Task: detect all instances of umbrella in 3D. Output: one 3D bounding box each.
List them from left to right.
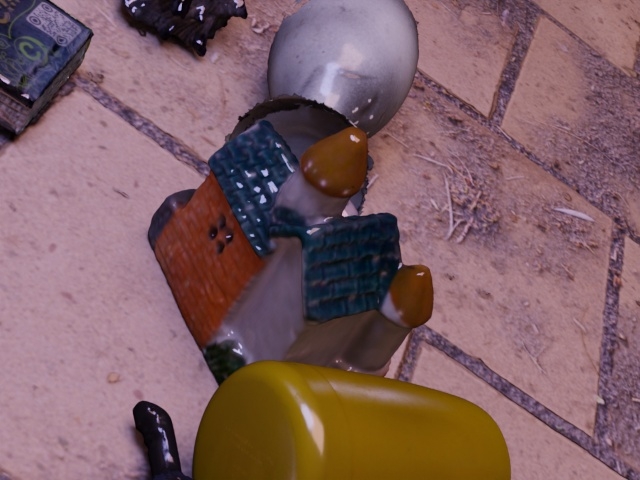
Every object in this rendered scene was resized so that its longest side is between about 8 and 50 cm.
[{"bbox_3d":[-0.114,0.236,0.961,0.071,0.071,0.248,14,45,-31],"label":"umbrella"}]

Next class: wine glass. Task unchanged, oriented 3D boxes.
[{"bbox_3d":[0.011,-0.176,1.410,0.190,0.190,0.357,31,38,-12],"label":"wine glass"}]

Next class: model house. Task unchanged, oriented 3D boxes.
[{"bbox_3d":[0.000,0.000,1.130,0.190,0.301,0.271,-7,57,-37],"label":"model house"}]

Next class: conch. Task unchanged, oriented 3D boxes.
[{"bbox_3d":[-0.184,-0.382,1.472,0.240,0.186,0.313,-7,71,-13],"label":"conch"}]

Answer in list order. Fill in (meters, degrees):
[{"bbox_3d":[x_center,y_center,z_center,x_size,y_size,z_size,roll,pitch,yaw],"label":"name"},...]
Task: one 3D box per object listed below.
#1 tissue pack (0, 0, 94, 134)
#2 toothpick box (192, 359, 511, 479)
[{"bbox_3d":[-0.368,-0.227,1.218,0.235,0.073,0.173,32,37,-10],"label":"tissue pack"},{"bbox_3d":[0.039,0.202,1.046,0.271,0.175,0.175,11,45,-39],"label":"toothpick box"}]
